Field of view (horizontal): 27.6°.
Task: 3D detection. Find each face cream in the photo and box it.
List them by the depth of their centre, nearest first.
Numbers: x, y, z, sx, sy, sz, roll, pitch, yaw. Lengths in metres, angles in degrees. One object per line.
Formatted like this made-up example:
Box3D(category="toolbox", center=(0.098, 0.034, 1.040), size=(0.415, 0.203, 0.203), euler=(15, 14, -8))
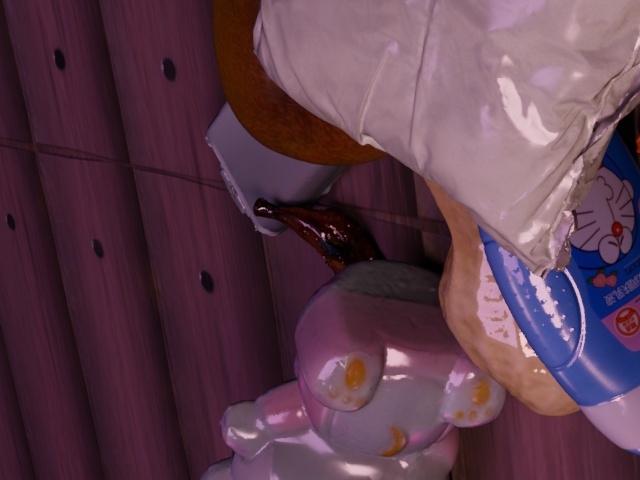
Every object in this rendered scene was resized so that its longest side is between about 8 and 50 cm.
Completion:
Box3D(category="face cream", center=(0.201, 0.036, 0.932), size=(0.083, 0.149, 0.264), euler=(-12, 109, 61))

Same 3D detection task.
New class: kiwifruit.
Box3D(category="kiwifruit", center=(0.011, -0.180, 1.044), size=(0.196, 0.196, 0.234), euler=(31, 124, 41))

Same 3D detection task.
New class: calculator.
Box3D(category="calculator", center=(-0.037, -0.102, 1.269), size=(0.141, 0.045, 0.246), euler=(60, 144, 12))

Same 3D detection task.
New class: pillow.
Box3D(category="pillow", center=(0.086, -0.162, 0.823), size=(0.310, 0.138, 0.283), euler=(37, 123, 33))

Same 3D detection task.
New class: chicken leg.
Box3D(category="chicken leg", center=(0.002, -0.003, 1.249), size=(0.145, 0.037, 0.062), euler=(39, 136, -2))

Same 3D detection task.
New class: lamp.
Box3D(category="lamp", center=(0.029, 0.155, 1.204), size=(0.247, 0.247, 0.301), euler=(-104, 27, -50))

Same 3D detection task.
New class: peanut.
Box3D(category="peanut", center=(0.146, 0.008, 1.029), size=(0.125, 0.111, 0.274), euler=(-12, 96, 32))

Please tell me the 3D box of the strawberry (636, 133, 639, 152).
Box3D(category="strawberry", center=(0.264, -0.083, 0.887), size=(0.104, 0.048, 0.152), euler=(52, 158, 11))
